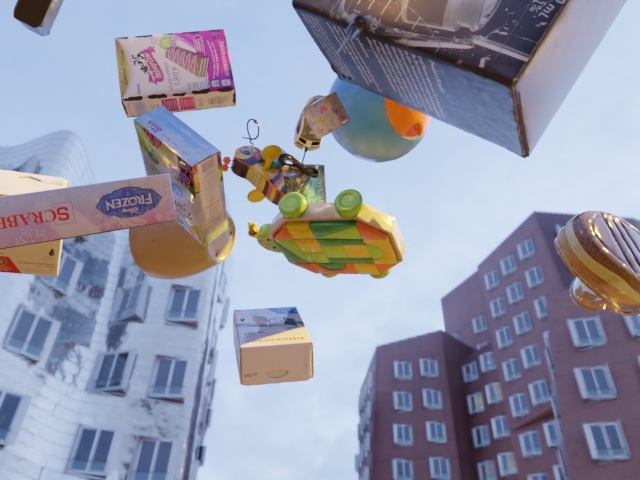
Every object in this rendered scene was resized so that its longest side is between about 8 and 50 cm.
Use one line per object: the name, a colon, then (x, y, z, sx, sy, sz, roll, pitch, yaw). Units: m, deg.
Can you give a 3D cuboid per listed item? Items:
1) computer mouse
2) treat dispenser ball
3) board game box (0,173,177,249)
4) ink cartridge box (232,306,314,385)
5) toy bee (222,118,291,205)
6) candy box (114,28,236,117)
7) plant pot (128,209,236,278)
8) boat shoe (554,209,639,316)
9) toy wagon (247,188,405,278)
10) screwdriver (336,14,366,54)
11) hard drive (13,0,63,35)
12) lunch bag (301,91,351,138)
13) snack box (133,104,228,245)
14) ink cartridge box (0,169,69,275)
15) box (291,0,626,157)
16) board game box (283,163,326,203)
computer mouse: (-0.025, -0.241, 1.298, 0.106, 0.042, 0.193, 11, -64, -21)
treat dispenser ball: (0.158, -0.357, 1.552, 0.288, 0.288, 0.288, 1, -41, 1)
board game box: (-0.372, -0.037, 0.829, 0.317, 0.318, 0.066, -10, -84, -13)
ink cartridge box: (-0.098, 0.203, 1.131, 0.139, 0.191, 0.082, -2, -77, -12)
toy bee: (-0.173, -0.183, 1.505, 0.162, 0.298, 0.195, -21, -50, -36)
candy box: (-0.307, -0.358, 1.214, 0.233, 0.159, 0.071, -10, -19, -10)
plant pot: (-0.342, -0.022, 1.537, 0.190, 0.284, 0.284, 9, -36, 26)
boat shoe: (0.231, 0.034, 0.450, 0.190, 0.068, 0.072, 21, -39, -35)
toy wagon: (0.000, 0.000, 1.209, 0.344, 0.068, 0.267, -1, -32, 21)
screwdriver: (0.046, -0.316, 0.890, 0.025, 0.170, 0.024, -26, -84, -3)
hard drive: (-0.228, -0.224, 0.487, 0.022, 0.135, 0.094, 24, -85, -27)
lunch bag: (0.008, -0.251, 1.152, 0.083, 0.053, 0.071, -20, -74, 41)
snack box: (-0.256, -0.117, 1.066, 0.174, 0.070, 0.207, 38, -32, 26)
ink cartridge box: (-0.820, -0.044, 1.586, 0.196, 0.114, 0.273, 7, -55, -24)
box: (0.292, -0.492, 1.077, 0.471, 0.480, 0.297, 31, -2, 27)
board game box: (-0.033, -0.082, 1.396, 0.026, 0.126, 0.186, 13, -63, 37)
